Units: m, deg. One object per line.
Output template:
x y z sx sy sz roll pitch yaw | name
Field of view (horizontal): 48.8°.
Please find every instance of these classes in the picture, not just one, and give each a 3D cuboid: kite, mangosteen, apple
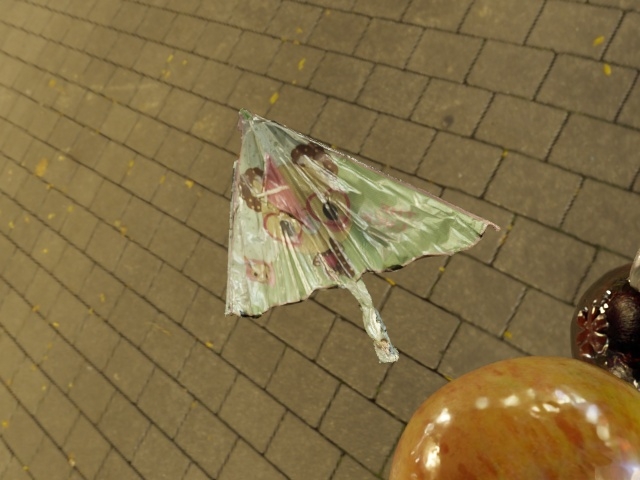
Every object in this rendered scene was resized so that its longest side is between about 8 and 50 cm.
0.000 0.000 0.627 0.322 0.268 0.013 -23 13 40 | kite
0.658 0.192 1.362 0.307 0.346 0.307 -172 90 -70 | mangosteen
0.278 0.347 0.847 0.400 0.400 0.334 -45 31 11 | apple

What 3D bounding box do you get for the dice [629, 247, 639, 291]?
0.492 0.028 0.828 0.182 0.181 0.183 30 99 7 | dice
